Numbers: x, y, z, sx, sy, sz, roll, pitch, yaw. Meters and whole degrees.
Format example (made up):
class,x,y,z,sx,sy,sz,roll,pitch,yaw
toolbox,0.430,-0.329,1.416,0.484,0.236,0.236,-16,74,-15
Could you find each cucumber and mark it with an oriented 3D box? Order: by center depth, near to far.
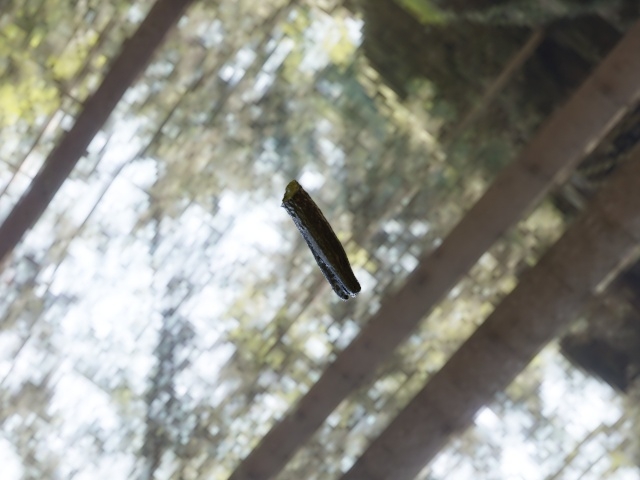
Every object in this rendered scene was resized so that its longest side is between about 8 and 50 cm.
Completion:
class,x,y,z,sx,sy,sz,roll,pitch,yaw
cucumber,0.001,-0.001,1.724,0.034,0.033,0.135,-32,-92,-42
